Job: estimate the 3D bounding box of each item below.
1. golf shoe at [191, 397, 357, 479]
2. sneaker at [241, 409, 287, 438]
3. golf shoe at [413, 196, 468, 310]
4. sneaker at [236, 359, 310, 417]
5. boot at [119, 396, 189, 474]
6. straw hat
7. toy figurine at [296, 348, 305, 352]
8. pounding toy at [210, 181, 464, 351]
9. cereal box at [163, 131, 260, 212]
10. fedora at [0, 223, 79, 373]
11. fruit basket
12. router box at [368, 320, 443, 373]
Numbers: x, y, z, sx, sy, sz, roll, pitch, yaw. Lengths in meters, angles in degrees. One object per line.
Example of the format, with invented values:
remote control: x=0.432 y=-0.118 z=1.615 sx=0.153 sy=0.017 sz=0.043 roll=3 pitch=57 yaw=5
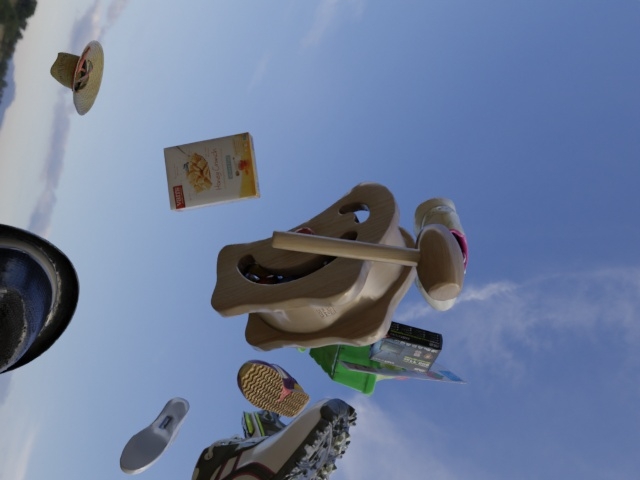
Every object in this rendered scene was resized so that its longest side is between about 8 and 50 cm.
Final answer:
golf shoe: x=-0.078 y=0.251 z=0.458 sx=0.273 sy=0.105 sz=0.120 roll=-50 pitch=-124 yaw=10
sneaker: x=-0.098 y=0.537 z=1.055 sx=0.300 sy=0.121 sz=0.111 roll=54 pitch=-31 yaw=41
golf shoe: x=0.274 y=0.059 z=0.967 sx=0.115 sy=0.307 sz=0.140 roll=-14 pitch=-148 yaw=1
sneaker: x=-0.095 y=0.245 z=0.739 sx=0.069 sy=0.186 sz=0.083 roll=-47 pitch=-136 yaw=-12
boot: x=-0.447 y=0.554 z=1.156 sx=0.095 sy=0.258 sz=0.124 roll=25 pitch=-68 yaw=9
straw hat: x=-0.445 y=-0.303 z=0.764 sx=0.144 sy=0.061 sz=0.145 roll=-164 pitch=-90 yaw=-75
toy figurine: x=0.026 y=0.138 z=0.805 sx=0.159 sy=0.173 sz=0.130 roll=-8 pitch=-108 yaw=13
pounding toy: x=0.000 y=0.000 z=0.417 sx=0.269 sy=0.155 sz=0.154 roll=-11 pitch=-139 yaw=27
cereal box: x=-0.287 y=-0.178 z=1.126 sx=0.239 sy=0.047 sz=0.173 roll=-10 pitch=-95 yaw=7
fedora: x=-0.596 y=0.139 z=0.739 sx=0.152 sy=0.333 sz=0.334 roll=42 pitch=-70 yaw=53
fruit basket: x=0.163 y=0.300 z=1.168 sx=0.327 sy=0.352 sz=0.166 roll=-164 pitch=-99 yaw=-70
router box: x=0.162 y=0.206 z=0.826 sx=0.038 sy=0.122 sz=0.092 roll=-72 pitch=175 yaw=-46
